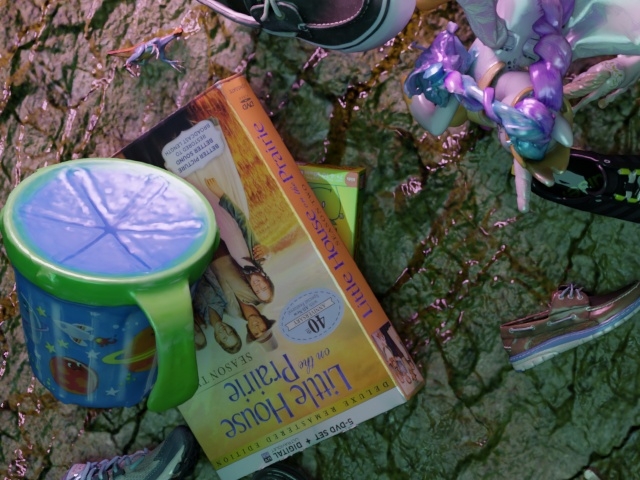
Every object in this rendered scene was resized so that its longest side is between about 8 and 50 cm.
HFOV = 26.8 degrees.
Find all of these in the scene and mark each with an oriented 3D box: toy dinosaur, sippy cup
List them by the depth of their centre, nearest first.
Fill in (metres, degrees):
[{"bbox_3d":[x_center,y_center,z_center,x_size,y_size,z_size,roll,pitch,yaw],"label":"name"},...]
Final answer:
[{"bbox_3d":[-0.243,0.061,1.520,0.240,0.305,0.224,9,127,-4],"label":"sippy cup"},{"bbox_3d":[-0.206,-0.236,1.626,0.090,0.047,0.082,40,87,14],"label":"toy dinosaur"}]

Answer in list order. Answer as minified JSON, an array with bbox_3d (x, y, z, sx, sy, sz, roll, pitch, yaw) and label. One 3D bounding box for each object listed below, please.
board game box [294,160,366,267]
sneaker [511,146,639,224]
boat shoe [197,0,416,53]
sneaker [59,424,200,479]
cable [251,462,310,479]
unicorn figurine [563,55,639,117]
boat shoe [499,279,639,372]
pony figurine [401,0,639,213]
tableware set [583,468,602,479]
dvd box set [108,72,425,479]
[{"bbox_3d":[0.000,0.000,1.614,0.092,0.043,0.181,6,101,12],"label":"board game box"},{"bbox_3d":[0.330,-0.056,1.500,0.234,0.097,0.084,7,101,12],"label":"sneaker"},{"bbox_3d":[-0.035,-0.264,1.447,0.335,0.119,0.121,12,103,53],"label":"boat shoe"},{"bbox_3d":[-0.270,0.322,1.701,0.122,0.110,0.283,45,106,6],"label":"sneaker"},{"bbox_3d":[0.049,0.360,1.667,0.287,0.072,0.140,18,116,17],"label":"cable"},{"bbox_3d":[0.326,-0.189,1.482,0.060,0.162,0.111,46,133,-3],"label":"unicorn figurine"},{"bbox_3d":[0.290,0.086,1.550,0.183,0.066,0.066,-30,90,16],"label":"boat shoe"},{"bbox_3d":[0.207,-0.231,1.358,0.302,0.363,0.351,14,103,-17],"label":"pony figurine"},{"bbox_3d":[0.344,0.379,1.588,0.194,0.039,0.128,42,106,3],"label":"tableware set"},{"bbox_3d":[-0.105,0.057,1.599,0.307,0.062,0.420,-29,92,33],"label":"dvd box set"}]
